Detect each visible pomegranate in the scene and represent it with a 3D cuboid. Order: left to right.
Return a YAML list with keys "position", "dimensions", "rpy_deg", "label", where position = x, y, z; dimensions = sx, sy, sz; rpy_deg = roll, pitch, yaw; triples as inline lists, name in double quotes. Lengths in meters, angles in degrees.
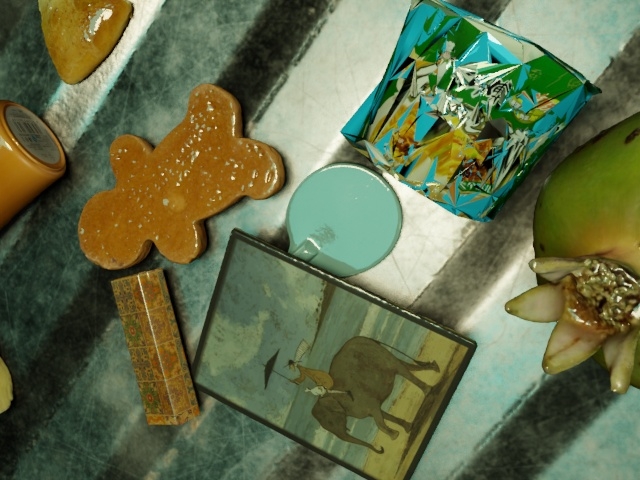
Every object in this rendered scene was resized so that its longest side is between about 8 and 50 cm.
- position: [0.330, 0.006, 0.564]
  dimensions: [0.290, 0.323, 0.291]
  rpy_deg: [-3, 85, 38]
  label: "pomegranate"

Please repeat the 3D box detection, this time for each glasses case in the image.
- position: [-0.236, 0.153, 0.864]
  dimensions: [0.075, 0.049, 0.218]
  rpy_deg: [-14, 91, 40]
  label: "glasses case"

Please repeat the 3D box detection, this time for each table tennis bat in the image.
- position: [0.000, 0.000, 0.802]
  dimensions: [0.237, 0.038, 0.149]
  rpy_deg: [-42, 92, 12]
  label: "table tennis bat"

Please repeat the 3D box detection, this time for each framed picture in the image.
- position: [-0.003, 0.165, 0.798]
  dimensions: [0.347, 0.016, 0.265]
  rpy_deg: [26, 114, 12]
  label: "framed picture"

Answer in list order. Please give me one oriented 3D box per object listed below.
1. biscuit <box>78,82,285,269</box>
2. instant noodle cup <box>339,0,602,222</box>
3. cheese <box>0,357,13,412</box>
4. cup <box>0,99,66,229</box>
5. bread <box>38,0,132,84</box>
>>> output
- position: [-0.214, -0.070, 0.846]
  dimensions: [0.324, 0.049, 0.205]
  rpy_deg: [-37, 84, 14]
  label: "biscuit"
- position: [0.155, -0.140, 0.662]
  dimensions: [0.240, 0.240, 0.178]
  rpy_deg: [32, 109, 10]
  label: "instant noodle cup"
- position: [-0.584, 0.242, 0.945]
  dimensions: [0.167, 0.094, 0.123]
  rpy_deg: [-22, 87, 15]
  label: "cheese"
- position: [-0.522, -0.095, 0.881]
  dimensions: [0.264, 0.182, 0.226]
  rpy_deg: [-32, 55, 8]
  label: "cup"
- position: [-0.354, -0.293, 0.865]
  dimensions: [0.154, 0.054, 0.136]
  rpy_deg: [16, 101, 16]
  label: "bread"
